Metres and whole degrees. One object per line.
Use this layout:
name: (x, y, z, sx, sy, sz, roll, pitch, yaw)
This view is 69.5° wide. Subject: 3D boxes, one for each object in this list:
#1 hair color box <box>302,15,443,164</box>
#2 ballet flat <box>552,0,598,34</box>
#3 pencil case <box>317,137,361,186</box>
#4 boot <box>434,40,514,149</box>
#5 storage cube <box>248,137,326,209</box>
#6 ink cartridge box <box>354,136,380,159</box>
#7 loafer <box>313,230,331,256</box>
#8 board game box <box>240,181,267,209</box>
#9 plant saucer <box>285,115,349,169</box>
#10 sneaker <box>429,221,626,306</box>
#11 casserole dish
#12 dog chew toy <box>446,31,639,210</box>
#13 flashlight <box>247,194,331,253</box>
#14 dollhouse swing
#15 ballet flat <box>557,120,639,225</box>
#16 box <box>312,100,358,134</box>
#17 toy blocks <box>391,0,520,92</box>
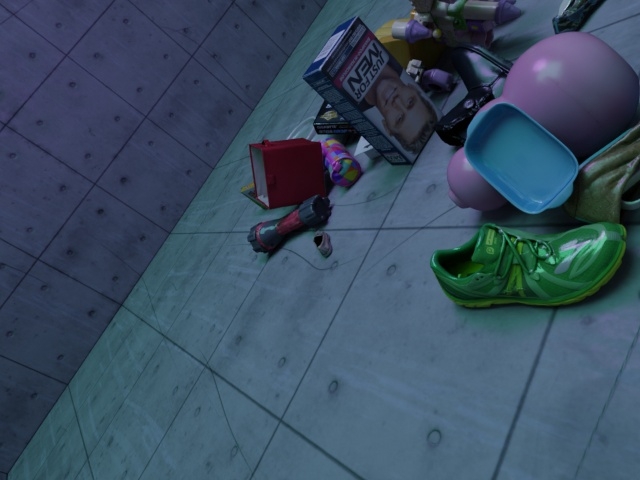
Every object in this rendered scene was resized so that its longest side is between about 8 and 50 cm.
hair color box: (0.142, -0.369, 1.179, 0.174, 0.347, 0.105, -57, 27, -10)
ballet flat: (0.580, -0.538, 1.017, 0.188, 0.070, 0.070, -54, 27, -4)
pencil case: (0.051, -0.252, 1.457, 0.104, 0.104, 0.236, -47, 28, 10)
boot: (0.334, -0.332, 1.067, 0.207, 0.094, 0.246, -46, 50, 8)
storage cube: (-0.108, -0.223, 1.486, 0.193, 0.215, 0.183, -11, 19, -18)
ink cartridge box: (0.184, -0.317, 1.361, 0.115, 0.067, 0.198, -15, 43, 51)
loafer: (0.000, 0.000, 1.292, 0.045, 0.039, 0.125, -46, 27, 12)
board game box: (-0.197, -0.177, 1.723, 0.259, 0.124, 0.039, -8, 51, 54)
plant saucer: (-0.055, -0.359, 1.753, 0.400, 0.100, 0.401, -37, 30, 26)
sneaker: (0.294, 0.034, 0.699, 0.295, 0.123, 0.110, -21, 40, 45)
casserole dish: (0.305, -0.127, 0.703, 0.188, 0.036, 0.114, 51, 133, 23)
dog chew toy: (0.356, -0.182, 0.798, 0.332, 0.206, 0.207, -47, 26, 27)
flashlight: (-0.105, -0.047, 1.453, 0.304, 0.103, 0.103, -24, 64, 42)
dollhouse swing: (0.236, -0.672, 1.442, 0.304, 0.315, 0.347, 26, 75, 27)
ballet flat: (0.496, -0.147, 0.640, 0.342, 0.116, 0.124, -47, 47, 10)
box: (0.104, -0.433, 1.546, 0.220, 0.051, 0.175, 6, 57, 27)
toy blocks: (0.371, -0.551, 1.157, 0.259, 0.288, 0.309, 22, 92, 31)
